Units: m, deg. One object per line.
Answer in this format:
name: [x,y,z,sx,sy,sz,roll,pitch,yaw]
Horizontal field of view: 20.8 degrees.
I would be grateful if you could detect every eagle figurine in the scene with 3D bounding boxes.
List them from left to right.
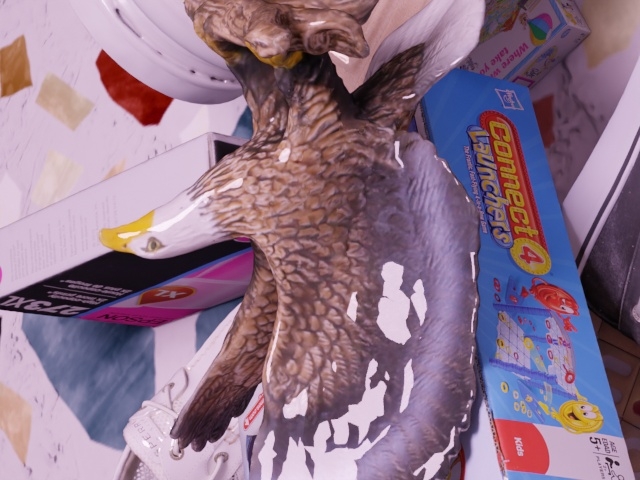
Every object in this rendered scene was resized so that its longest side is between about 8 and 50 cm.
eagle figurine: [-0.011,0.002,0.982,0.225,0.226,0.298,-4,111,26]

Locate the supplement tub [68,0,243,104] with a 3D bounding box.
supplement tub: [-0.015,-0.260,1.216,0.325,0.235,0.235,-35,58,37]

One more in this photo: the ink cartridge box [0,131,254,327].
ink cartridge box: [-0.134,0.008,1.331,0.371,0.175,0.069,-18,70,44]

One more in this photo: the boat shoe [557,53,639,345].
boat shoe: [0.233,-0.075,0.994,0.105,0.113,0.306,43,116,36]

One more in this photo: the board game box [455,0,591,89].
board game box: [0.107,-0.136,1.212,0.154,0.026,0.103,-43,54,32]

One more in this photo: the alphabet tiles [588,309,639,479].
alphabet tiles: [0.226,0.043,1.064,0.198,0.009,0.237,27,102,46]

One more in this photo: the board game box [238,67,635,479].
board game box: [0.050,0.103,1.085,0.308,0.086,0.302,124,147,-44]

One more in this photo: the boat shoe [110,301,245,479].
boat shoe: [-0.103,0.157,1.327,0.098,0.096,0.277,45,114,43]

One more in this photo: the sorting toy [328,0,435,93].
sorting toy: [0.001,-0.204,1.063,0.208,0.038,0.193,40,125,17]
